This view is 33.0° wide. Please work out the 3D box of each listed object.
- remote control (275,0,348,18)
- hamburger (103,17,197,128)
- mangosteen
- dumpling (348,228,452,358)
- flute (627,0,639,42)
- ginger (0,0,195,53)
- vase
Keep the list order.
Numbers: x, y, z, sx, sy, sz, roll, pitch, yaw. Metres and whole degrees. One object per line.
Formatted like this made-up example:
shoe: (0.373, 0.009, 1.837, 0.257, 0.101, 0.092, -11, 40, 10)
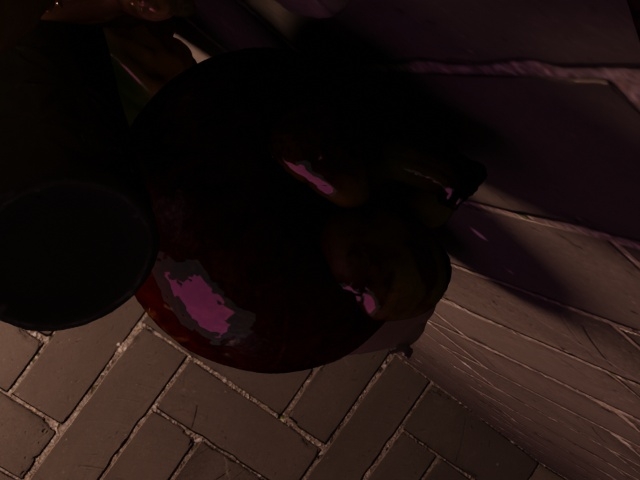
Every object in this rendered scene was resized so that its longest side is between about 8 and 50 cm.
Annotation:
remote control: (-0.079, -0.194, 0.478, 0.261, 0.029, 0.067, 41, 175, -32)
hamburger: (-0.190, -0.146, 0.900, 0.237, 0.149, 0.237, 43, 172, 8)
mangosteen: (-0.010, -0.018, 0.692, 0.258, 0.215, 0.215, 0, 151, 41)
dumpling: (0.015, -0.004, 0.991, 0.293, 0.163, 0.204, 40, -154, -48)
flute: (0.117, -0.073, 0.376, 0.014, 0.014, 0.269, 32, 173, 34)
ginger: (-0.158, -0.132, 0.436, 0.348, 0.122, 0.363, 13, -154, -39)
vase: (-0.184, -0.068, 0.649, 0.301, 0.156, 0.251, -124, 27, -47)
